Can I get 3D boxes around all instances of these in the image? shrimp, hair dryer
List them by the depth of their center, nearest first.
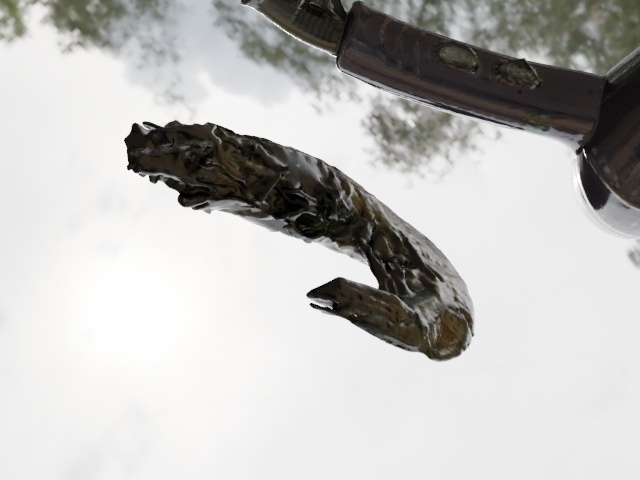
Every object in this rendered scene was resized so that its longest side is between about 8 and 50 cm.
[{"bbox_3d":[0.123,-0.119,0.813,0.361,0.301,0.121,14,-113,-1],"label":"hair dryer"},{"bbox_3d":[0.000,0.000,1.042,0.071,0.365,0.233,-51,-134,18],"label":"shrimp"}]
